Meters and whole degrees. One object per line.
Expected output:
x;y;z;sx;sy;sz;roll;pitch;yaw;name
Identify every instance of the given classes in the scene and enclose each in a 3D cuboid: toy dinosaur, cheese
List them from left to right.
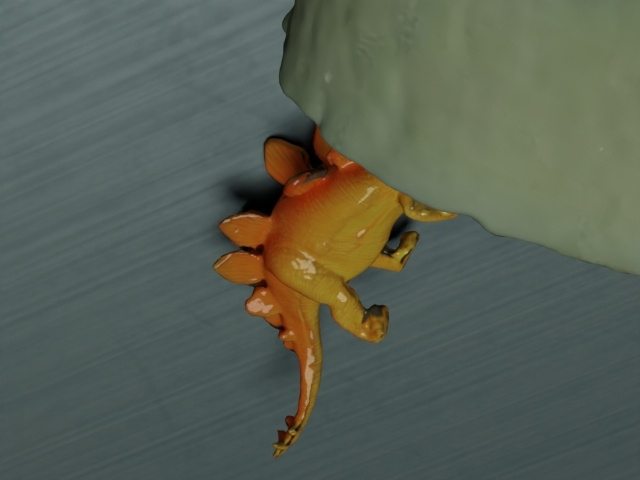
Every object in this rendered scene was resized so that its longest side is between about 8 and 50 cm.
0.000;0.000;1.006;0.117;0.070;0.288;25;118;-12;toy dinosaur
0.151;-0.122;0.796;0.332;0.292;0.153;13;126;-2;cheese
